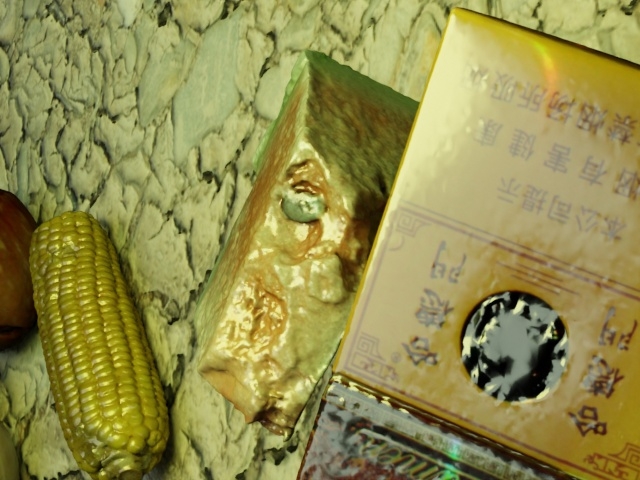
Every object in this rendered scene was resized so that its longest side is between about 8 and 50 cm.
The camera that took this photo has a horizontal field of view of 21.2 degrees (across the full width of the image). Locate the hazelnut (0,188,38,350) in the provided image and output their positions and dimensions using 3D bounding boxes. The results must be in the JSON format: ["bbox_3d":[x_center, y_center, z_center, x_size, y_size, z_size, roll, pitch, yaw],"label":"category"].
[{"bbox_3d":[-0.426,0.036,2.095,0.234,0.218,0.218,178,100,-72],"label":"hazelnut"}]

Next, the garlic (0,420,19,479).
[{"bbox_3d":[-0.503,0.329,2.078,0.231,0.246,0.340,27,89,41],"label":"garlic"}]

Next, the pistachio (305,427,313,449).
[{"bbox_3d":[0.070,0.167,1.447,0.144,0.144,0.215,39,107,49],"label":"pistachio"}]

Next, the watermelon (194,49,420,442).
[{"bbox_3d":[-0.012,-0.009,1.437,0.264,0.151,0.302,-63,-4,19],"label":"watermelon"}]

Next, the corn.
[{"bbox_3d":[-0.248,0.115,1.887,0.120,0.120,0.363,-50,42,34],"label":"corn"}]

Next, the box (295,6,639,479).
[{"bbox_3d":[0.163,0.066,1.268,0.264,0.116,0.415,23,100,20],"label":"box"}]
